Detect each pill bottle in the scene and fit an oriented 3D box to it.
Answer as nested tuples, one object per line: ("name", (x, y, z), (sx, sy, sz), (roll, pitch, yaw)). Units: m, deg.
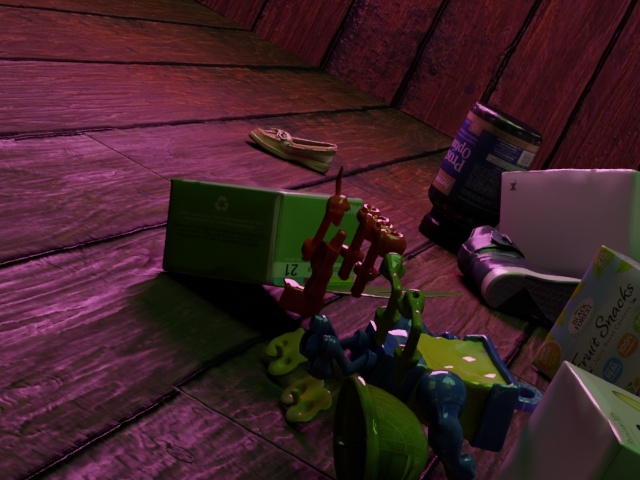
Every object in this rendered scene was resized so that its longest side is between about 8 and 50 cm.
("pill bottle", (0.242, -0.093, 2.486), (0.123, 0.219, 0.123), (26, 11, -5))

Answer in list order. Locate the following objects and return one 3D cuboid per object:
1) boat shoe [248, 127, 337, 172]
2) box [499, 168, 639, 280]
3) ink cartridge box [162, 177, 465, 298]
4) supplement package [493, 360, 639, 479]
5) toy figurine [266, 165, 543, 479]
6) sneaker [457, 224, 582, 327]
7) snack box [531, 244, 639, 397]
("boat shoe", (-0.043, -0.151, 2.529), (0.153, 0.048, 0.056), (21, 13, -29))
("box", (0.443, -0.004, 2.473), (0.215, 0.168, 0.345), (0, -6, 33))
("ink cartridge box", (0.000, 0.000, 1.613), (0.255, 0.097, 0.189), (6, 2, 26))
("supplement package", (0.267, 0.228, 1.296), (0.203, 0.149, 0.194), (26, 11, -12))
("toy figurine", (0.106, 0.101, 1.341), (0.217, 0.191, 0.362), (18, 15, -17))
("sneaker", (0.298, 0.054, 2.299), (0.226, 0.086, 0.163), (20, 16, -29))
("snack box", (0.374, 0.130, 1.910), (0.070, 0.174, 0.207), (22, 11, -41))
